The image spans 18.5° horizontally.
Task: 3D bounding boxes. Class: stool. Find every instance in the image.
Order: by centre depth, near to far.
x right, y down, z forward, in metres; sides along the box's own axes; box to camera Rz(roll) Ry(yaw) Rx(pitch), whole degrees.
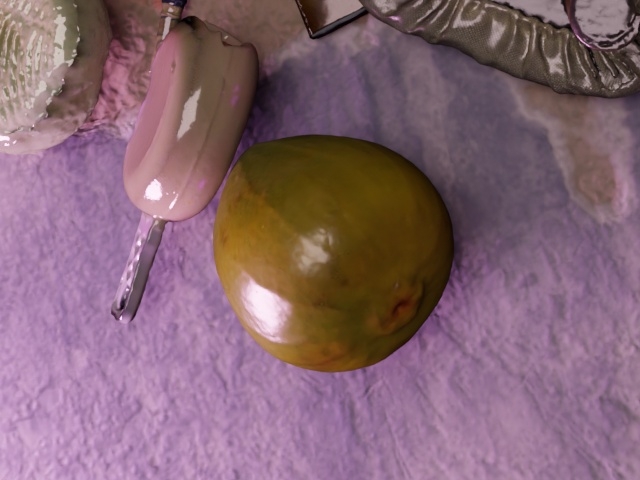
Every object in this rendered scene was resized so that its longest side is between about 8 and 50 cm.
[{"bbox_3d":[0.179,-0.305,1.650,0.310,0.226,0.310,21,91,15],"label":"stool"}]

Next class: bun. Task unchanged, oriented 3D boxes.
[{"bbox_3d":[-0.277,-0.175,1.860,0.195,0.118,0.195,-3,82,23],"label":"bun"}]

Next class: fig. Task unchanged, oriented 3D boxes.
[{"bbox_3d":[0.003,0.009,1.719,0.230,0.207,0.207,15,92,56],"label":"fig"}]

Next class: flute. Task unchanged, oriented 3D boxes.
[{"bbox_3d":[-0.131,-0.269,1.864,0.027,0.027,0.233,11,90,19],"label":"flute"}]

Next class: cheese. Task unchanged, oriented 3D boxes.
[{"bbox_3d":[-0.139,-0.062,1.799,0.082,0.163,0.286,19,99,-17],"label":"cheese"}]

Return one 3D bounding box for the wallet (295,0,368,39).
[{"bbox_3d":[0.001,-0.325,1.819,0.137,0.031,0.255,-24,83,10],"label":"wallet"}]
